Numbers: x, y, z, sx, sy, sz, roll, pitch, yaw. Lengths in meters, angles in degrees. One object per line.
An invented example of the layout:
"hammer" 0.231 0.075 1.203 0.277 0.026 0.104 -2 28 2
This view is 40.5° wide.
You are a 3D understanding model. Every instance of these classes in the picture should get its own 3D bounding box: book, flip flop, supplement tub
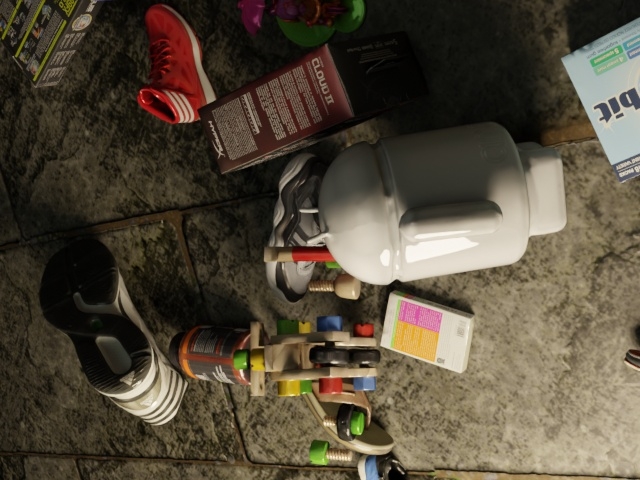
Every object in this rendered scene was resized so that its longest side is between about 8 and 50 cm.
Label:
"book" 0.173 0.146 1.406 0.144 0.035 0.096 18 112 29
"flip flop" 0.027 0.259 1.514 0.277 0.112 0.080 49 112 18
"supplement tub" -0.194 0.214 1.643 0.198 0.106 0.106 1 106 35

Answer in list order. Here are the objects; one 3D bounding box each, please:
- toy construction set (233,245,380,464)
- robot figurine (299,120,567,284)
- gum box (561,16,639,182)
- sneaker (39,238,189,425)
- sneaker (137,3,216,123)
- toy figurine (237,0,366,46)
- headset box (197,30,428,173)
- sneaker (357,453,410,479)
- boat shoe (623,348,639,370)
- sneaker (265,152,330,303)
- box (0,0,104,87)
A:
"toy construction set" -0.047 0.150 1.371 0.237 0.257 0.308 0 107 18
"robot figurine" 0.150 -0.050 1.191 0.354 0.300 0.199 -9 99 -3
"gum box" 0.420 -0.188 1.109 0.157 0.041 0.184 -26 89 38
"sneaker" -0.414 0.205 1.755 0.447 0.169 0.257 52 170 41
"sneaker" -0.270 -0.305 1.503 0.087 0.128 0.221 -29 88 38
"toy figurine" -0.044 -0.348 1.309 0.173 0.159 0.130 16 115 30
"headset box" 0.001 -0.210 1.287 0.293 0.218 0.110 -18 95 39
"sneaker" 0.124 0.449 1.528 0.085 0.058 0.152 -14 91 46
"boat shoe" 0.485 0.163 1.180 0.137 0.049 0.043 9 108 30
"sneaker" 0.000 0.000 1.432 0.153 0.101 0.268 22 115 31
"box" -0.541 -0.467 1.684 0.216 0.060 0.270 51 127 10
